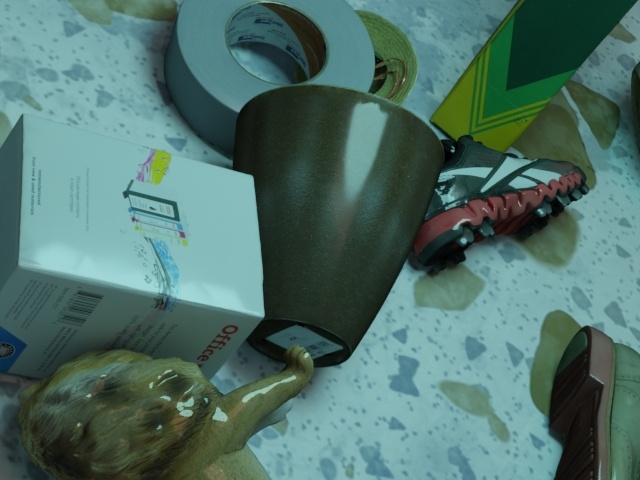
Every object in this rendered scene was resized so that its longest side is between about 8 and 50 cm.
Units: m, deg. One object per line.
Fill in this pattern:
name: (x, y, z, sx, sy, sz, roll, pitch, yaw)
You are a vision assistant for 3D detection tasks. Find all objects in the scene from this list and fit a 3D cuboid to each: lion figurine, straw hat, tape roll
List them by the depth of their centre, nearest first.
lion figurine: (-0.076, 0.246, 1.492, 0.240, 0.142, 0.392, -28, 81, -28)
tape roll: (-0.055, -0.192, 1.861, 0.219, 0.072, 0.219, 9, 57, -14)
straw hat: (0.046, -0.185, 1.962, 0.144, 0.144, 0.061, 62, 6, 20)

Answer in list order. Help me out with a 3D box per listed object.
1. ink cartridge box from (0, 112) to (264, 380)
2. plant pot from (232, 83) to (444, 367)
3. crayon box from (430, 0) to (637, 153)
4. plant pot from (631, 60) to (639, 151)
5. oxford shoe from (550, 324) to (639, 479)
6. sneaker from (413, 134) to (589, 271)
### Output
ink cartridge box: (-0.192, 0.023, 1.561, 0.233, 0.171, 0.168, 15, 50, -26)
plant pot: (0.000, 0.000, 1.708, 0.215, 0.215, 0.230, 22, 61, -19)
crayon box: (0.308, -0.294, 2.049, 0.106, 0.313, 0.363, 38, 44, 1)
plant pot: (0.490, -0.163, 2.139, 0.191, 0.284, 0.284, -9, 55, 2)
oxford shoe: (0.310, 0.238, 1.764, 0.130, 0.123, 0.348, 21, 47, -10)
sneaker: (0.190, -0.063, 1.942, 0.276, 0.097, 0.135, -18, 70, -40)
